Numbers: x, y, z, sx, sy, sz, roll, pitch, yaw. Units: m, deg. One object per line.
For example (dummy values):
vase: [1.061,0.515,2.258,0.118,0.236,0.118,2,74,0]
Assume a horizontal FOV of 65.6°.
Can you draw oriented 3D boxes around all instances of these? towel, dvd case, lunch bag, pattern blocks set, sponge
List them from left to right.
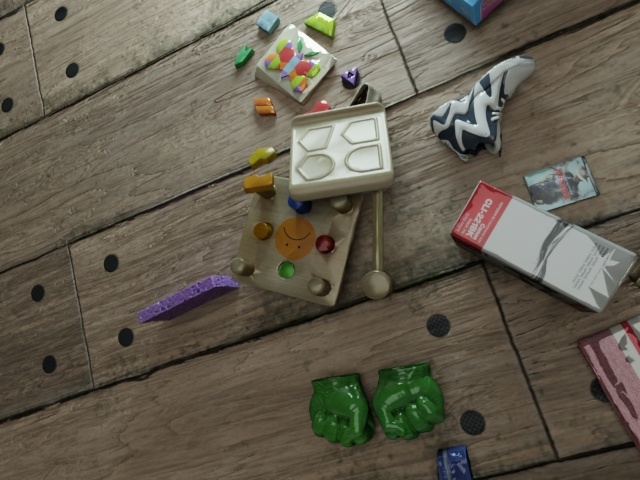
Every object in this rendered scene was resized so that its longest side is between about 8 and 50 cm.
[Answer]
sponge: [-0.305,0.137,1.156,0.210,0.117,0.031,-25,77,13]
pattern blocks set: [-0.063,-0.425,1.210,0.325,0.026,0.285,27,91,20]
lunch bag: [0.257,0.450,0.954,0.065,0.067,0.098,-14,79,16]
dvd case: [0.481,-0.111,0.994,0.120,0.013,0.087,-18,77,14]
towel: [0.671,0.220,0.874,0.329,0.037,0.236,-27,73,11]

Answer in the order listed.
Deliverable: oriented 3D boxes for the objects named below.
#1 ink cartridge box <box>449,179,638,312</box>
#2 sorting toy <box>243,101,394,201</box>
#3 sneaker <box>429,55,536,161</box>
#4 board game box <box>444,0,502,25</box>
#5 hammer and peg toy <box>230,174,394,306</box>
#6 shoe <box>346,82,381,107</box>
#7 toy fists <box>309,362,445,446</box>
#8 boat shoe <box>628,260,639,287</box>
ink cartridge box: [0.391,0.017,0.907,0.273,0.197,0.114,30,93,20]
sorting toy: [-0.006,-0.178,1.052,0.308,0.041,0.228,-8,56,9]
sneaker: [0.358,-0.252,1.014,0.235,0.094,0.153,-32,75,11]
board game box: [0.372,-0.651,1.064,0.316,0.064,0.242,-42,63,8]
hammer and peg toy: [0.000,0.000,1.074,0.362,0.127,0.265,12,84,19]
shoe: [0.061,-0.257,1.128,0.077,0.058,0.219,32,92,20]
toy fists: [0.108,0.339,1.004,0.280,0.096,0.142,-13,79,14]
boat shoe: [0.639,-0.027,0.899,0.257,0.095,0.095,-46,58,0]
